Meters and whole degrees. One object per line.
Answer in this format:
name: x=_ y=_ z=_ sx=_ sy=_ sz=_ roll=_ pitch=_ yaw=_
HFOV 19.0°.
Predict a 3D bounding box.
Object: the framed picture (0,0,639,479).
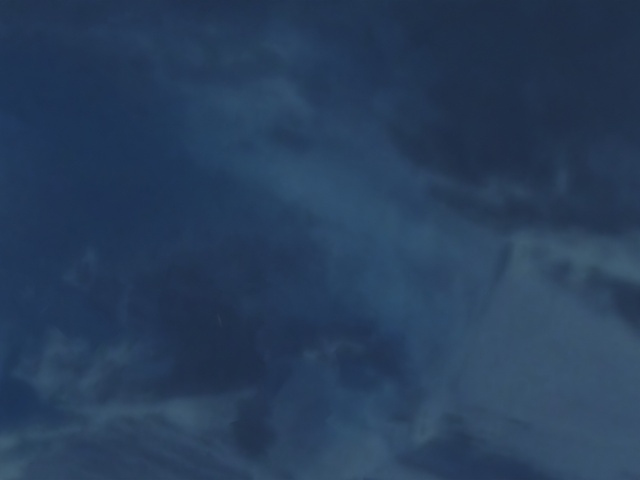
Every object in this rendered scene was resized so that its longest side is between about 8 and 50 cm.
framed picture: x=0.000 y=0.000 z=0.321 sx=0.028 sy=0.446 sz=0.326 roll=-30 pitch=-42 yaw=-75
